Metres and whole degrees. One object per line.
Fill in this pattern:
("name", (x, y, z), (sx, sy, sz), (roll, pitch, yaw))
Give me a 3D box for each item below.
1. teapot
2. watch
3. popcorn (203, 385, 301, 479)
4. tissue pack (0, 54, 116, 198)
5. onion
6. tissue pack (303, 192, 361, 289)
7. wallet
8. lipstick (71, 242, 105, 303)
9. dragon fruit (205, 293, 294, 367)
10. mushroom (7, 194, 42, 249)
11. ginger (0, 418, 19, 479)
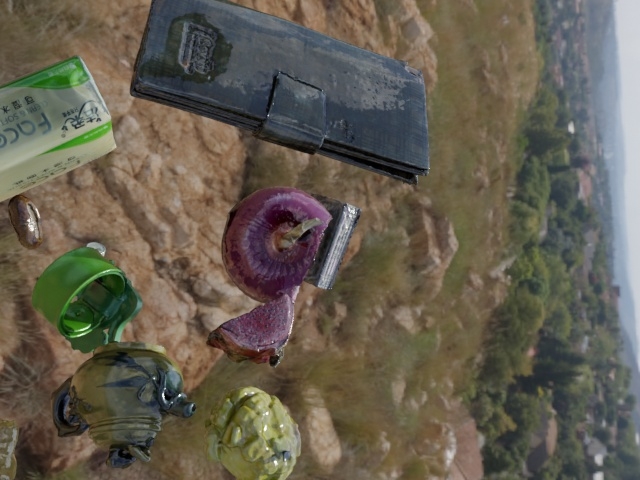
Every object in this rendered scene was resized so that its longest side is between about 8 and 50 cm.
("teapot", (-0.319, 0.268, 0.923), (0.173, 0.269, 0.183), (52, 27, -59))
("watch", (-0.380, 0.102, 0.923), (0.165, 0.131, 0.152), (-52, 164, -1))
("popcorn", (-0.109, 0.325, 0.945), (0.173, 0.142, 0.174), (-22, 90, -86))
("tissue pack", (-0.754, -0.268, 1.494), (0.404, 0.331, 0.205), (-30, 95, -17))
("onion", (-0.089, 0.003, 1.049), (0.200, 0.200, 0.208), (-20, 133, -61))
("tissue pack", (0.000, 0.000, 1.562), (0.073, 0.173, 0.236), (19, 93, -38))
("wallet", (-0.027, -0.171, 0.615), (0.316, 0.044, 0.169), (14, 56, -20))
("lipstick", (-0.723, 0.125, 1.793), (0.059, 0.059, 0.264), (-33, 154, -58))
("dragon fruit", (-0.099, 0.159, 0.918), (0.147, 0.102, 0.096), (-25, 83, -21))
("mushroom", (-0.645, -0.040, 1.265), (0.123, 0.052, 0.123), (164, -90, -80))
("ginger", (-0.491, 0.390, 0.833), (0.299, 0.065, 0.118), (-122, -133, -62))
